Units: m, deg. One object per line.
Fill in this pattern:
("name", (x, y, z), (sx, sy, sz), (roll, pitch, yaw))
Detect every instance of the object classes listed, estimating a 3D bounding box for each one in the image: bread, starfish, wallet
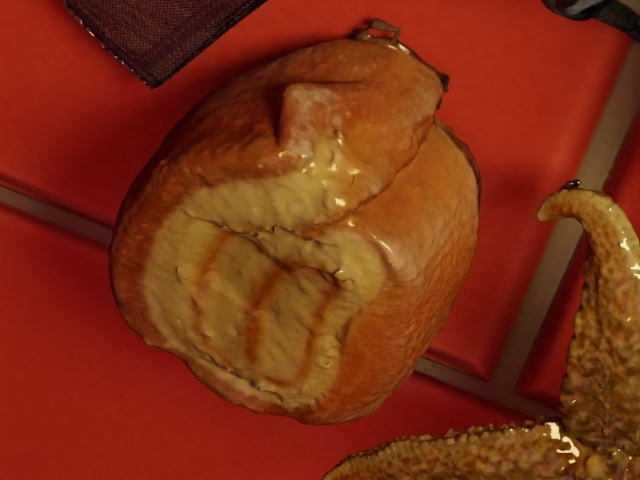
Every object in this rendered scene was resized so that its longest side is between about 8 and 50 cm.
("bread", (-0.011, -0.006, 0.959), (0.190, 0.123, 0.244), (24, 138, 5))
("starfish", (0.175, 0.108, 0.962), (0.375, 0.094, 0.327), (-3, 135, 6))
("wallet", (-0.081, -0.153, 0.910), (0.111, 0.030, 0.166), (41, 138, -17))

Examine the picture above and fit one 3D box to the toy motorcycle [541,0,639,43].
("toy motorcycle", (0.202, -0.074, 0.752), (0.212, 0.125, 0.358), (-11, 123, 53))
